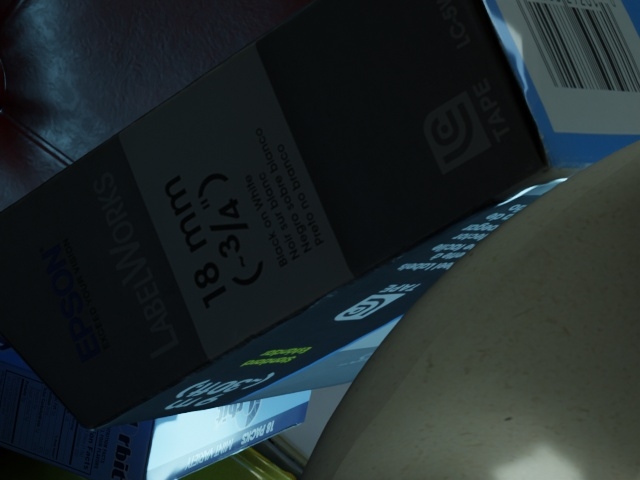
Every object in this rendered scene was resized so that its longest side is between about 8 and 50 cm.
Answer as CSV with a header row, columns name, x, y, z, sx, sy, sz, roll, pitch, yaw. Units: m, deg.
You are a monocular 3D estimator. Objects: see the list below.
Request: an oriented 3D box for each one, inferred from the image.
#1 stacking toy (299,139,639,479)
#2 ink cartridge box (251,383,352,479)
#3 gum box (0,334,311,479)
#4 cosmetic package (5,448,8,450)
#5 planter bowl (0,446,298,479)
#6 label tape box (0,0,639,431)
name,x,y,z,sx,sy,sz,roll,pitch,yaw
stacking toy,0.222,0.210,0.625,0.351,0.350,0.480,30,-23,47
ink cartridge box,0.073,0.126,1.158,0.131,0.226,0.306,38,-21,21
gum box,-0.118,0.057,0.898,0.184,0.041,0.157,17,13,23
cosmetic package,-0.154,0.088,1.155,0.238,0.107,0.127,31,-9,11
planter bowl,-0.061,0.140,0.963,0.217,0.090,0.217,36,-5,3
label tape box,0.000,0.000,0.805,0.241,0.334,0.106,-5,68,-56
